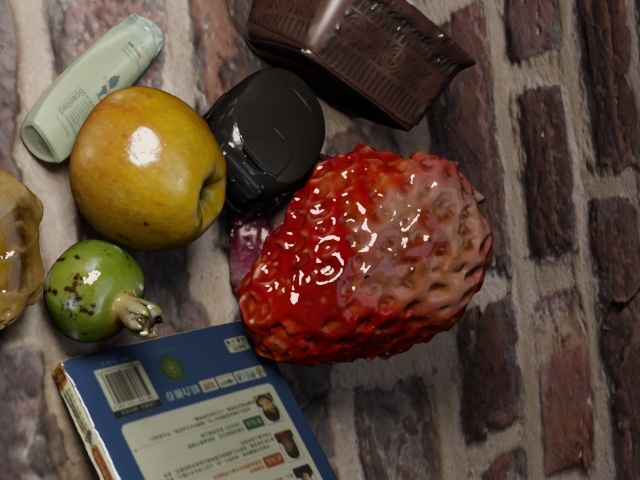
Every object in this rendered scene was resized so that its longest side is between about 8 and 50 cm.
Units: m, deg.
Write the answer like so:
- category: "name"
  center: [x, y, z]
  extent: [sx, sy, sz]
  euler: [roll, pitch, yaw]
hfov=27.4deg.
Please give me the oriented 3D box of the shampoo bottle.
- category: "shampoo bottle"
  center: [-0.249, -0.171, 1.450]
  extent: [0.212, 0.049, 0.072]
  euler: [-55, 127, -35]

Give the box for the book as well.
- category: "book"
  center: [-0.090, 0.295, 1.463]
  extent: [0.300, 0.039, 0.428]
  euler: [-9, 64, -47]

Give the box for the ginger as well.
- category: "ginger"
  center: [-0.330, -0.005, 1.337]
  extent: [0.095, 0.069, 0.190]
  euler: [-13, 98, -54]

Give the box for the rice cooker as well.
- category: "rice cooker"
  center: [-0.080, -0.118, 1.578]
  extent: [0.142, 0.118, 0.203]
  euler: [51, 49, -15]

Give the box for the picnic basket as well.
- category: "picnic basket"
  center: [0.043, -0.246, 1.682]
  extent: [0.297, 0.222, 0.129]
  euler: [30, 84, -44]

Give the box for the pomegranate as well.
- category: "pomegranate"
  center: [-0.227, 0.061, 1.401]
  extent: [0.114, 0.142, 0.114]
  euler: [-38, 140, -40]

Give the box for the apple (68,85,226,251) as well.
- category: "apple"
  center: [-0.183, -0.073, 1.423]
  extent: [0.182, 0.155, 0.182]
  euler: [-55, 164, -24]

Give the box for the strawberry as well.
- category: "strawberry"
  center: [0.066, 0.036, 1.580]
  extent: [0.336, 0.149, 0.265]
  euler: [-33, 113, -23]

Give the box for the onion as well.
- category: "onion"
  center: [0.000, 0.000, 1.685]
  extent: [0.247, 0.111, 0.250]
  euler: [23, 73, -47]

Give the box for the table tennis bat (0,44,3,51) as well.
- category: "table tennis bat"
  center: [-0.401, -0.231, 1.314]
  extent: [0.170, 0.119, 0.107]
  euler: [31, 90, -19]
